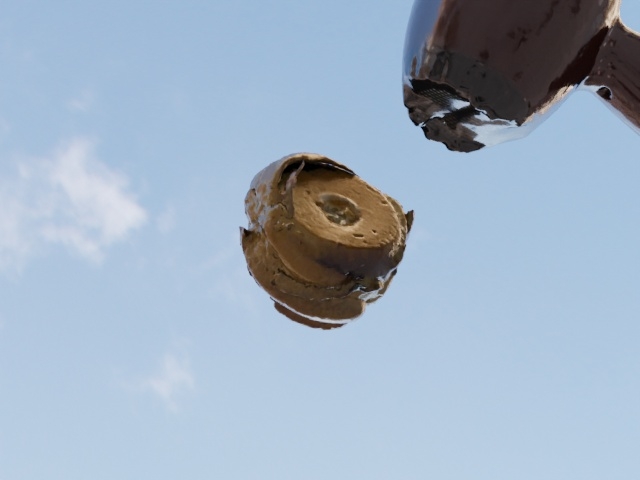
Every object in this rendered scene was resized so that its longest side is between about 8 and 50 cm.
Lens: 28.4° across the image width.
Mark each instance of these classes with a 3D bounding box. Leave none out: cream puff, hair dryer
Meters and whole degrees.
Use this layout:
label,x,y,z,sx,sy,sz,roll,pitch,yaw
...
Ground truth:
label,x,y,z,sx,sy,sz,roll,pitch,yaw
cream puff,0.000,0.000,0.891,0.119,0.133,0.104,43,-56,12
hair dryer,0.245,-0.129,0.837,0.340,0.123,0.312,36,-112,0
